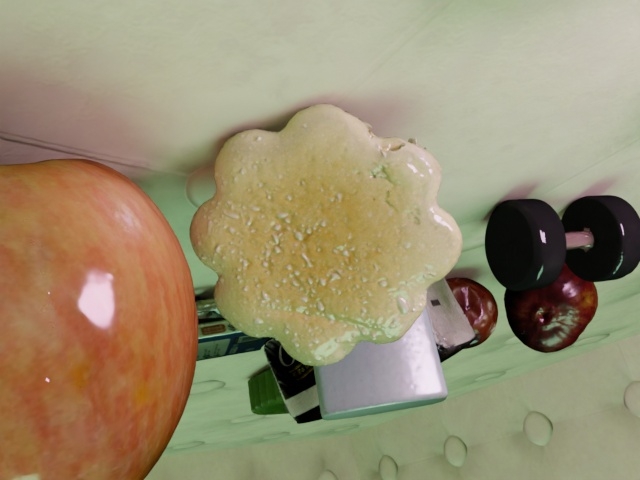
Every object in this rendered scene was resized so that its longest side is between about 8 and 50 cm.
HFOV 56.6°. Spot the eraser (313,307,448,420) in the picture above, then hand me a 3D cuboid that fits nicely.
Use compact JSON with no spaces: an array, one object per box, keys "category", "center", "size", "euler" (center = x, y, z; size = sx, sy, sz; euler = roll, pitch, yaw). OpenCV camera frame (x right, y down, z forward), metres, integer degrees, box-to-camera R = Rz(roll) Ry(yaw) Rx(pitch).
[{"category":"eraser","center":[0.070,0.114,0.913],"size":[0.189,0.290,0.104],"euler":[-8,156,-4]}]

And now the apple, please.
[{"category":"apple","center":[-0.301,0.105,0.559],"size":[0.391,0.347,0.391],"euler":[-16,-178,0]}]

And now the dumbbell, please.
[{"category":"dumbbell","center":[0.406,0.002,1.000],"size":[0.218,0.152,0.152],"euler":[-4,154,-19]}]

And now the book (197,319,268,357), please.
[{"category":"book","center":[-0.317,0.225,1.225],"size":[0.428,0.039,0.300],"euler":[-7,163,-15]}]

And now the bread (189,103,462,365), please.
[{"category":"bread","center":[0.000,0.000,0.677],"size":[0.316,0.316,0.054],"euler":[-17,-167,9]}]

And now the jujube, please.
[{"category":"jujube","center":[0.295,0.173,1.319],"size":[0.168,0.168,0.236],"euler":[-8,158,-10]}]

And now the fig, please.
[{"category":"fig","center":[0.507,0.126,1.325],"size":[0.186,0.204,0.249],"euler":[14,-161,15]}]

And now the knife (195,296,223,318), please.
[{"category":"knife","center":[-0.345,0.145,1.080],"size":[0.365,0.043,0.089],"euler":[-10,156,-1]}]

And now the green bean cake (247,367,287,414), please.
[{"category":"green bean cake","center":[-0.066,0.426,1.730],"size":[0.248,0.125,0.222],"euler":[7,151,-33]}]

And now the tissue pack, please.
[{"category":"tissue pack","center":[0.097,0.202,1.178],"size":[0.370,0.198,0.210],"euler":[-34,156,27]}]
